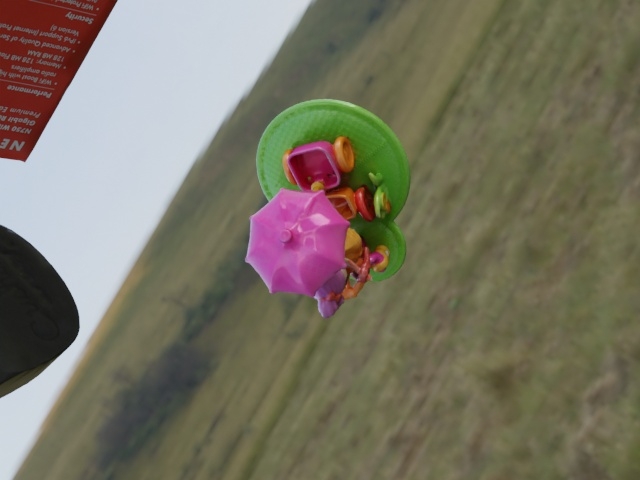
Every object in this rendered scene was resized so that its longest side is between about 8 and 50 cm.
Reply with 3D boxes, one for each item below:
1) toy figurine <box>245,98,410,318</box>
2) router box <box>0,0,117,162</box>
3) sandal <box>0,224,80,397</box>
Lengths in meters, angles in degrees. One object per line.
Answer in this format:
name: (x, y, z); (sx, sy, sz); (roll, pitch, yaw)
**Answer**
toy figurine: (0.000, 0.000, 1.186); (0.159, 0.130, 0.173); (-65, -42, -56)
router box: (-0.181, -0.261, 0.774); (0.082, 0.335, 0.301); (7, -54, -46)
sandal: (-0.159, 0.045, 0.546); (0.054, 0.097, 0.254); (-41, 8, 26)
